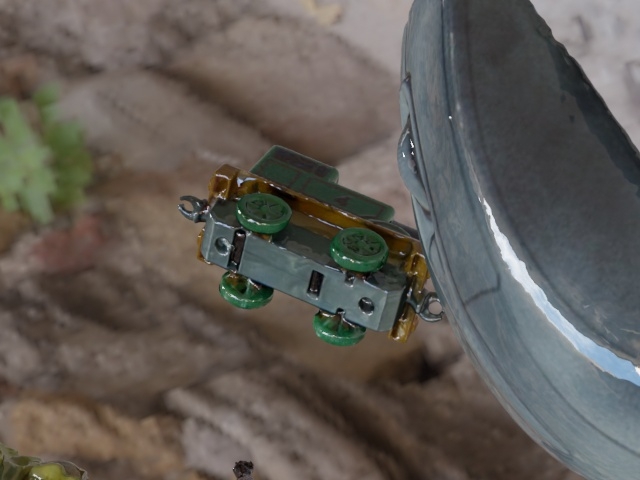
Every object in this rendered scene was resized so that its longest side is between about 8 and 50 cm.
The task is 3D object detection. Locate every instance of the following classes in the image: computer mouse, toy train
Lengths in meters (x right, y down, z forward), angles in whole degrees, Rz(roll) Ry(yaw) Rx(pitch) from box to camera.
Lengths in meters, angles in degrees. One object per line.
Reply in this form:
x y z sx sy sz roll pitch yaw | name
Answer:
0.125 0.010 1.092 0.371 0.122 0.188 60 164 16 | computer mouse
0.000 0.000 1.520 0.228 0.136 0.091 20 126 10 | toy train

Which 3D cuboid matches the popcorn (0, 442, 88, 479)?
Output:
-0.212 0.180 1.167 0.141 0.135 0.162 -7 146 43 | popcorn

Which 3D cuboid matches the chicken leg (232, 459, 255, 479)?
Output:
-0.056 0.225 1.541 0.062 0.037 0.145 102 168 -48 | chicken leg
